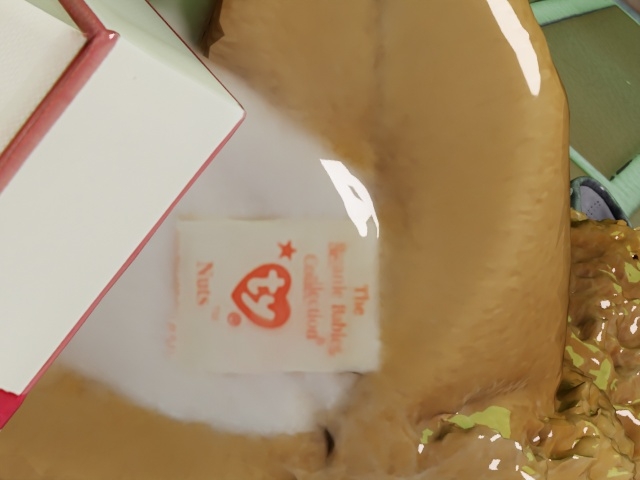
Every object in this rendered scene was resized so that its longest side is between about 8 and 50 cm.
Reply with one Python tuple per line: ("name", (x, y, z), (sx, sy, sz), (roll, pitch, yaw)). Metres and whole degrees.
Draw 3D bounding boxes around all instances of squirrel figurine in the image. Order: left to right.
("squirrel figurine", (0.000, 0.000, 0.738), (0.397, 0.281, 0.370), (51, 9, -11))

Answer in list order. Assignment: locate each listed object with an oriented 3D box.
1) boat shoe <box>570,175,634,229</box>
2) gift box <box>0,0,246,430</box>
("boat shoe", (0.196, 0.061, 1.068), (0.108, 0.102, 0.301), (30, 24, -24))
("gift box", (-0.195, -0.054, 0.404), (0.258, 0.255, 0.276), (28, 21, -45))
